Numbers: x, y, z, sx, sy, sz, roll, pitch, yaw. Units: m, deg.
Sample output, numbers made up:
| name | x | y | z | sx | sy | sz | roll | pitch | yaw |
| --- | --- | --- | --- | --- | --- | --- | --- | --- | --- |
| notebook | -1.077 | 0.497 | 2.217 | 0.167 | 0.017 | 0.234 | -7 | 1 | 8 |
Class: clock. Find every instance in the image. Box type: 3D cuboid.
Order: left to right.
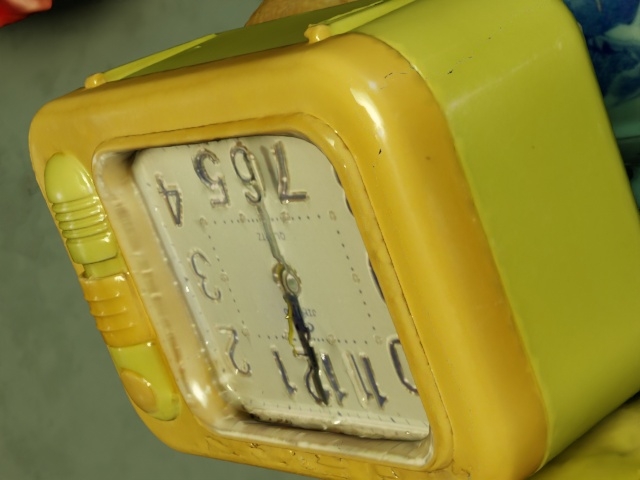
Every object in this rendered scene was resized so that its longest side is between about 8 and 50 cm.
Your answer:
| name | x | y | z | sx | sy | sz | roll | pitch | yaw |
| --- | --- | --- | --- | --- | --- | --- | --- | --- | --- |
| clock | 0.000 | 0.000 | 0.486 | 0.202 | 0.096 | 0.143 | -3 | 110 | 53 |

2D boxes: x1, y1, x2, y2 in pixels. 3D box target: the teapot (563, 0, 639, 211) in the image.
| name | x | y | z | sx | sy | sz | roll | pitch | yaw |
| --- | --- | --- | --- | --- | --- | --- | --- | --- | --- |
| teapot | 0.112 | -0.080 | 0.558 | 0.232 | 0.159 | 0.159 | -7 | 82 | 41 |

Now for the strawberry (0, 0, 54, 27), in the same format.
| name | x | y | z | sx | sy | sz | roll | pitch | yaw |
| --- | --- | --- | --- | --- | --- | --- | --- | --- | --- |
| strawberry | -0.229 | -0.253 | 0.612 | 0.295 | 0.345 | 0.317 | 6 | 88 | 26 |

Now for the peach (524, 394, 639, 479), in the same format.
| name | x | y | z | sx | sy | sz | roll | pitch | yaw |
| --- | --- | --- | --- | --- | --- | --- | --- | --- | --- |
| peach | 0.143 | 0.205 | 0.444 | 0.316 | 0.281 | 0.314 | 14 | 59 | 16 |

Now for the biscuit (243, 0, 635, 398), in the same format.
| name | x | y | z | sx | sy | sz | roll | pitch | yaw |
| --- | --- | --- | --- | --- | --- | --- | --- | --- | --- |
| biscuit | 0.028 | 0.009 | 0.578 | 0.226 | 0.042 | 0.226 | 31 | 137 | 34 |
